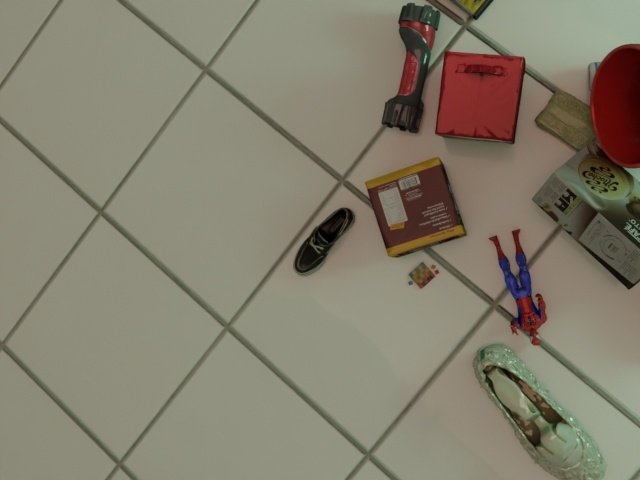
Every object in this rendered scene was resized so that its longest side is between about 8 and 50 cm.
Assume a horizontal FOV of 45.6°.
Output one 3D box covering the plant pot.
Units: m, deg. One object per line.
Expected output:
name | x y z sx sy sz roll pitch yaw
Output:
plant pot | 0.772 -0.305 1.667 0.243 0.275 0.275 -9 85 -14

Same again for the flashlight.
flashlight | 0.220 -0.432 1.909 0.103 0.103 0.304 16 93 41

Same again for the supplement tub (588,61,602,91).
supplement tub | 0.690 -0.390 1.799 0.107 0.071 0.071 -3 87 15

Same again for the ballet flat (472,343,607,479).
ballet flat | 0.501 0.423 1.788 0.147 0.147 0.409 -44 79 9

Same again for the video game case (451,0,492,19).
video game case | 0.385 -0.735 1.909 0.248 0.035 0.275 42 97 12

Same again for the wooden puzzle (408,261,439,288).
wooden puzzle | 0.257 0.088 1.926 0.083 0.006 0.049 -43 79 9

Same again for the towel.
towel | 0.606 -0.290 1.840 0.148 0.027 0.110 36 96 13

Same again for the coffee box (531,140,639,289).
coffee box | 0.657 -0.060 1.726 0.168 0.119 0.297 -35 72 -30

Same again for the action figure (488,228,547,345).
action figure | 0.474 0.117 1.807 0.091 0.139 0.281 -17 86 14

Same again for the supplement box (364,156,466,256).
supplement box | 0.237 -0.077 1.874 0.191 0.129 0.194 -18 84 13

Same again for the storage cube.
storage cube | 0.382 -0.334 1.809 0.183 0.215 0.193 8 96 14

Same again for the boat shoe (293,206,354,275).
boat shoe | 0.000 0.000 1.962 0.077 0.070 0.219 40 98 12
